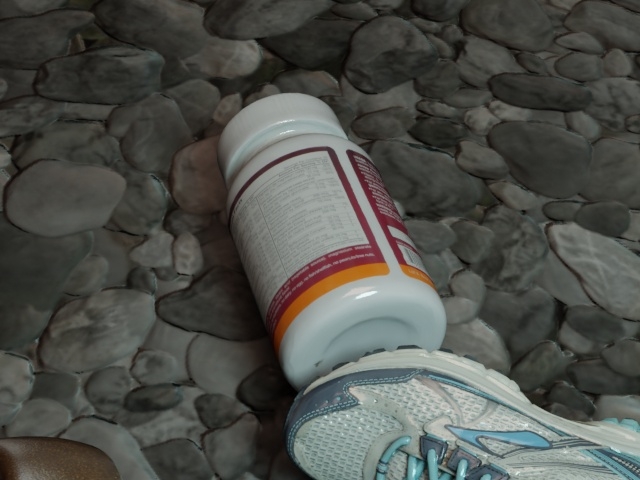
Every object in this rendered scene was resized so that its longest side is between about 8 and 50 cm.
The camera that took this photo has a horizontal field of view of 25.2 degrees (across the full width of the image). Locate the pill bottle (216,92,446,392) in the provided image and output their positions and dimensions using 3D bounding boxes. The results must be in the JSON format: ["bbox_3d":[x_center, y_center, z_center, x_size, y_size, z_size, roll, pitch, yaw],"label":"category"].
[{"bbox_3d":[0.000,0.000,1.041,0.121,0.121,0.221,-11,47,-14],"label":"pill bottle"}]

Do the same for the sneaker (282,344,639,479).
[{"bbox_3d":[0.109,0.150,0.889,0.283,0.110,0.122,11,25,8],"label":"sneaker"}]

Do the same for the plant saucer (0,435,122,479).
[{"bbox_3d":[-0.232,0.213,0.737,0.310,0.050,0.310,-33,26,18],"label":"plant saucer"}]
